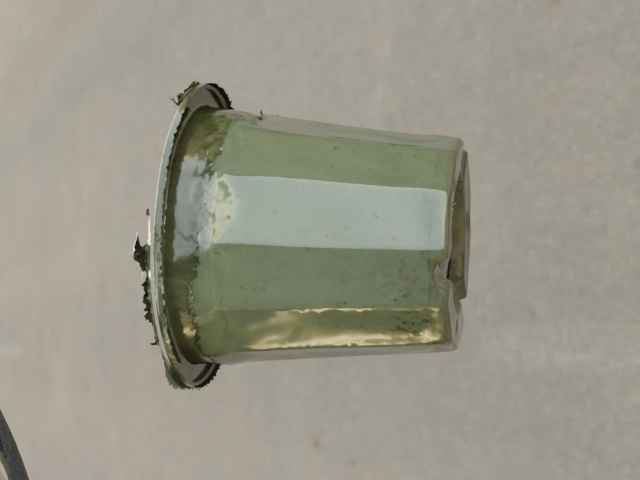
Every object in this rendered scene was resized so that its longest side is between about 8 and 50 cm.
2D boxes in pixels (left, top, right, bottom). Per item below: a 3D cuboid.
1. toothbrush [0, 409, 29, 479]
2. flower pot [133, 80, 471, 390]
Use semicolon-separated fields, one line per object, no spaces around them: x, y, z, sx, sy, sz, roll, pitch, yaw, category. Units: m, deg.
-0.224;0.013;0.776;0.023;0.031;0.321;-35;77;39;toothbrush
0.000;0.000;1.291;0.290;0.259;0.290;1;-90;-79;flower pot
